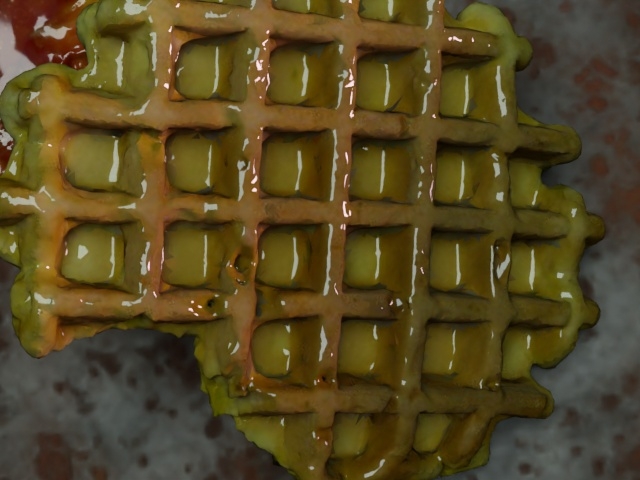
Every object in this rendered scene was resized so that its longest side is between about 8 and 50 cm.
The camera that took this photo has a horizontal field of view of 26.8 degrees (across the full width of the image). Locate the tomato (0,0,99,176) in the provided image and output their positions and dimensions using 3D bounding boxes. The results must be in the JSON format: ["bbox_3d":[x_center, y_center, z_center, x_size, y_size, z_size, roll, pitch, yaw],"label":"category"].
[{"bbox_3d":[-0.110,-0.067,0.606,0.159,0.091,0.139,31,79,6],"label":"tomato"}]

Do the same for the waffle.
[{"bbox_3d":[0.000,0.000,0.545,0.249,0.056,0.253,-32,105,-18],"label":"waffle"}]
